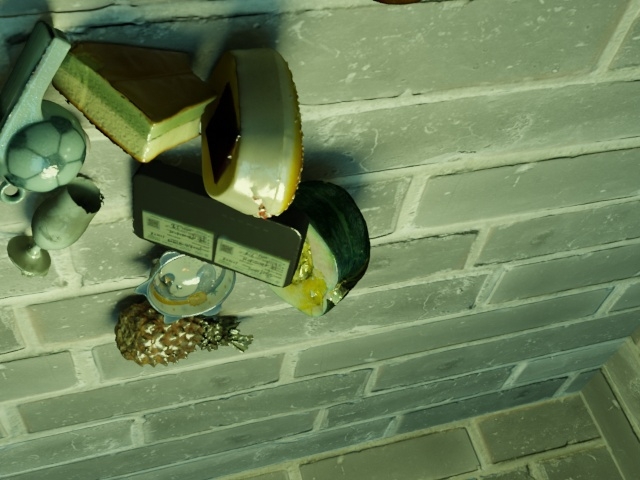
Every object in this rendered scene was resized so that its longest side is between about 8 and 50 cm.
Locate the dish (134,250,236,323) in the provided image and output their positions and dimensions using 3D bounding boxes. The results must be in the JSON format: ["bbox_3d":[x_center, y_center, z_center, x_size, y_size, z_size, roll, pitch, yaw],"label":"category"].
[{"bbox_3d":[-0.314,0.078,1.759,0.228,0.086,0.236,-12,135,-16],"label":"dish"}]

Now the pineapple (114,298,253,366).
[{"bbox_3d":[-0.334,0.225,1.933,0.361,0.175,0.175,0,144,-49],"label":"pineapple"}]

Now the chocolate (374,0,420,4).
[{"bbox_3d":[0.121,-0.447,1.167,0.177,0.176,0.176,-13,147,-9],"label":"chocolate"}]

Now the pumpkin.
[{"bbox_3d":[0.000,0.000,1.668,0.197,0.263,0.293,-36,164,-33],"label":"pumpkin"}]

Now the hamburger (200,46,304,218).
[{"bbox_3d":[-0.107,-0.185,1.301,0.152,0.295,0.227,9,150,-23],"label":"hamburger"}]

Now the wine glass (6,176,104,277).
[{"bbox_3d":[-0.515,-0.026,1.500,0.103,0.103,0.222,19,132,-44],"label":"wine glass"}]

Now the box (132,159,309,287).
[{"bbox_3d":[-0.204,-0.029,1.540,0.350,0.058,0.211,19,142,2],"label":"box"}]

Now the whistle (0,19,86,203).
[{"bbox_3d":[-0.432,-0.180,1.217,0.164,0.163,0.289,22,105,-46],"label":"whistle"}]

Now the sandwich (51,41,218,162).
[{"bbox_3d":[-0.301,-0.254,1.282,0.186,0.220,0.108,-40,165,-46],"label":"sandwich"}]

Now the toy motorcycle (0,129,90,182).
[{"bbox_3d":[-0.529,-0.145,1.341,0.255,0.112,0.112,-12,146,-13],"label":"toy motorcycle"}]
